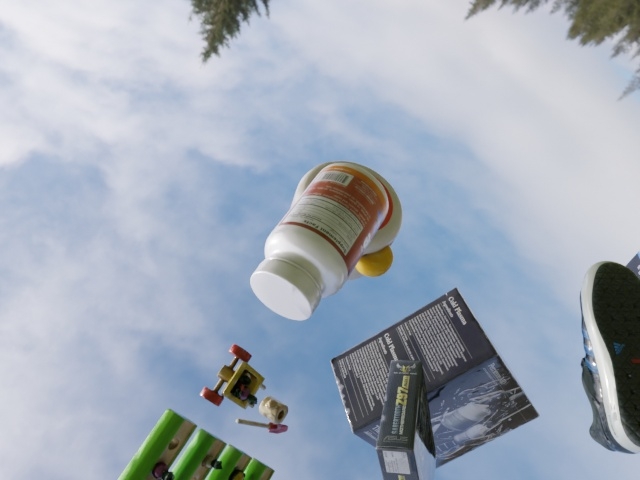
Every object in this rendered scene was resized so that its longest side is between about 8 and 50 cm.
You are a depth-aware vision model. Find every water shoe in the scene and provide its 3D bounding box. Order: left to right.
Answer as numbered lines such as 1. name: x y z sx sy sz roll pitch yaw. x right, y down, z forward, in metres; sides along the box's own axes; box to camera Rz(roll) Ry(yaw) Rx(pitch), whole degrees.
1. water shoe: 0.308 0.121 0.528 0.073 0.080 0.203 10 -117 -2

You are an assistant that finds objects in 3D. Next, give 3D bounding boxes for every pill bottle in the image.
1. pill bottle: 0.000 0.000 0.672 0.121 0.121 0.216 36 -125 -2

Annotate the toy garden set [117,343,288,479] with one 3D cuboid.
1. toy garden set: -0.105 0.260 0.592 0.049 0.244 0.203 17 -117 35

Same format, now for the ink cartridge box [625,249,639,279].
1. ink cartridge box: 0.546 0.084 0.712 0.045 0.206 0.208 -10 -124 -2

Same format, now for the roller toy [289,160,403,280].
1. roller toy: 0.041 -0.036 0.859 0.191 0.146 0.209 18 -125 -5

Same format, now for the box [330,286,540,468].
1. box: 0.251 0.320 1.049 0.343 0.313 0.178 47 -166 -40

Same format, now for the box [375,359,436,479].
1. box: 0.147 0.344 0.795 0.059 0.232 0.183 -4 -152 19
